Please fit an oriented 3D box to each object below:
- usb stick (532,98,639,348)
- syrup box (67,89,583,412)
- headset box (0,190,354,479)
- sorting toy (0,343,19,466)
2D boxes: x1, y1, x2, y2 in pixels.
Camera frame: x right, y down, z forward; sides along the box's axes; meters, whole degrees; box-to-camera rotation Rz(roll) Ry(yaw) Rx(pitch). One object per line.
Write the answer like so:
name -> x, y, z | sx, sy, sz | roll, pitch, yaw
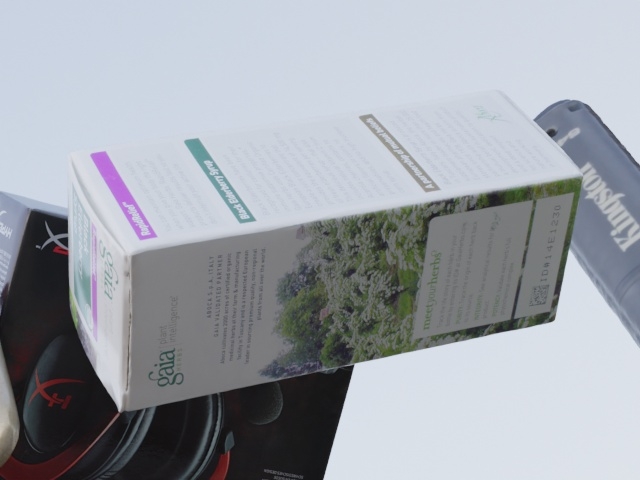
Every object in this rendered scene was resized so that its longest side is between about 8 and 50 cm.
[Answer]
usb stick -> 0.206, -0.006, 1.076 | 0.077, 0.278, 0.045 | -44, -53, 14
syrup box -> 0.000, 0.000, 0.773 | 0.237, 0.096, 0.093 | -10, -53, -21
headset box -> -0.118, 0.140, 0.941 | 0.218, 0.293, 0.110 | 15, 1, -22
sorting toy -> -0.276, 0.086, 0.817 | 0.229, 0.307, 0.041 | -20, -68, -10
